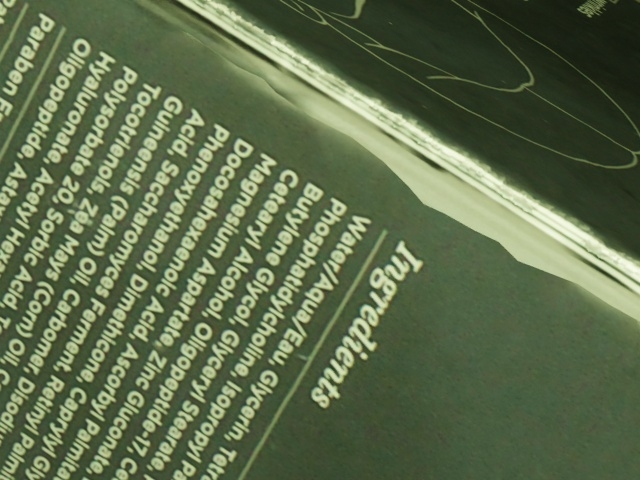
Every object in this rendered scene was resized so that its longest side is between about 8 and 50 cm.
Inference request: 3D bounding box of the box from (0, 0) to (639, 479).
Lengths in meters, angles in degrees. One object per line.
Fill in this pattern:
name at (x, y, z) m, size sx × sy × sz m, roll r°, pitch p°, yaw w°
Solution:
box at (-0.012, -0.015, 0.977) m, size 0.472 × 0.297 × 0.480 m, roll 31°, pitch 21°, yaw 8°
